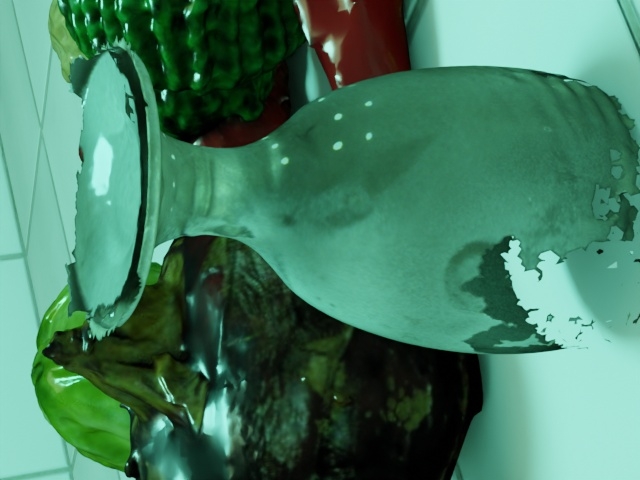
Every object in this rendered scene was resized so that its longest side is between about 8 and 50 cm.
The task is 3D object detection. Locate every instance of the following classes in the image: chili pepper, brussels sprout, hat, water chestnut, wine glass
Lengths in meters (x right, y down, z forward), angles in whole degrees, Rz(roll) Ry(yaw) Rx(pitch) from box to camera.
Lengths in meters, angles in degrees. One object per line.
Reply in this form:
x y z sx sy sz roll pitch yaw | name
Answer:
0.020 -0.228 1.387 0.110 0.110 0.388 151 107 -71 | chili pepper
-0.232 0.153 2.121 0.294 0.227 0.259 52 -158 -47 | brussels sprout
-0.108 -0.179 1.556 0.242 0.274 0.332 16 129 32 | hat
-0.058 0.110 1.394 0.335 0.347 0.335 -177 90 -72 | water chestnut
0.025 -0.025 1.058 0.190 0.357 0.190 -175 90 -69 | wine glass

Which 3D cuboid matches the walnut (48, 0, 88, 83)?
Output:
-0.206 -0.245 1.922 0.245 0.198 0.198 -45 54 57 | walnut

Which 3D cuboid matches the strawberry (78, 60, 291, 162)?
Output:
-0.119 -0.142 1.771 0.253 0.150 0.280 1 93 38 | strawberry
